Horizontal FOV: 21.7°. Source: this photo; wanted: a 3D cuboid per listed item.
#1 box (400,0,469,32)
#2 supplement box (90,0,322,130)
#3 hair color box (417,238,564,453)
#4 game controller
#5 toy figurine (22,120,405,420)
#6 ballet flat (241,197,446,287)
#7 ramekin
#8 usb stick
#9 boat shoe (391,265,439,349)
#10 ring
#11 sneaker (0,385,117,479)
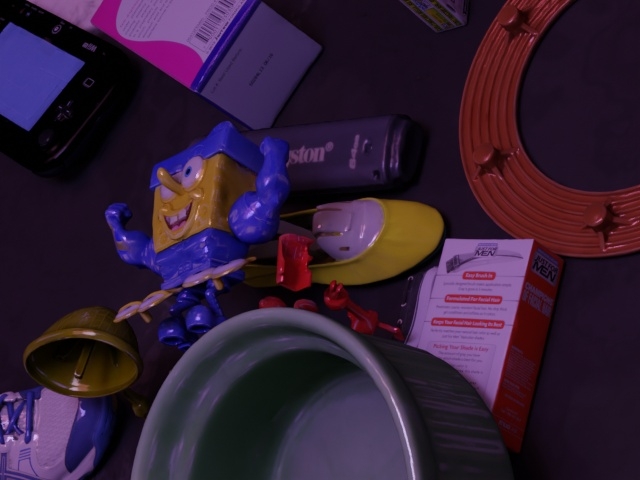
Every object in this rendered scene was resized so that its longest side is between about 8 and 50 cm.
[{"bbox_3d":[0.102,-0.312,1.562,0.036,0.114,0.207,-12,59,36],"label":"box"},{"bbox_3d":[-0.120,-0.210,1.696,0.220,0.114,0.111,36,93,45],"label":"supplement box"},{"bbox_3d":[0.131,0.084,1.357,0.093,0.053,0.167,0,68,43],"label":"hair color box"},{"bbox_3d":[-0.334,-0.181,1.898,0.319,0.067,0.166,30,88,45],"label":"game controller"},{"bbox_3d":[-0.097,0.006,1.476,0.362,0.191,0.217,-25,52,44],"label":"toy figurine"},{"bbox_3d":[0.000,0.000,1.499,0.231,0.077,0.077,-9,60,37],"label":"ballet flat"},{"bbox_3d":[0.005,0.209,1.284,0.303,0.148,0.303,-9,76,42],"label":"ramekin"},{"bbox_3d":[-0.025,-0.076,1.586,0.278,0.045,0.077,-3,64,39],"label":"usb stick"},{"bbox_3d":[0.081,0.089,1.405,0.040,0.049,0.142,-8,55,44],"label":"boat shoe"},{"bbox_3d":[0.253,-0.143,1.396,0.336,0.032,0.337,-19,55,31],"label":"ring"},{"bbox_3d":[-0.337,0.201,1.640,0.296,0.131,0.112,-24,51,28],"label":"sneaker"}]
